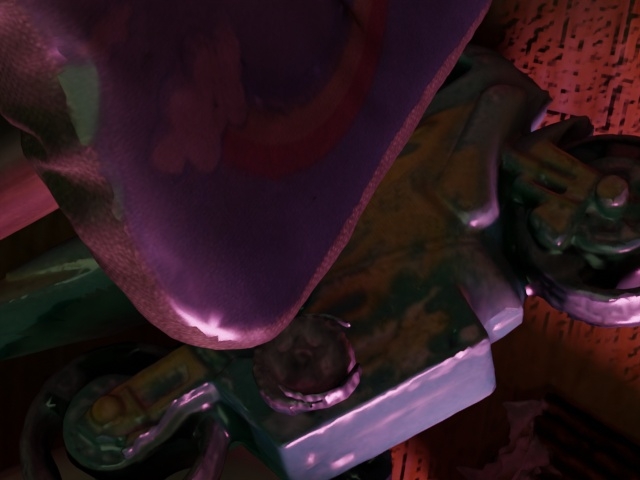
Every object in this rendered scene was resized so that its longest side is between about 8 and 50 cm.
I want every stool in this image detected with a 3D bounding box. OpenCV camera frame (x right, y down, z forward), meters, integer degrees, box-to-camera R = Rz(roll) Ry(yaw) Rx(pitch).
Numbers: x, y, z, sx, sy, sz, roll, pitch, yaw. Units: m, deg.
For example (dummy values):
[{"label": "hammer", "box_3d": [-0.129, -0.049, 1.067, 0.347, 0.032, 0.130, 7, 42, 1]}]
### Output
[{"label": "stool", "box_3d": [-0.110, -0.141, 0.676, 0.226, 0.310, 0.310, -10, 119, 33]}]

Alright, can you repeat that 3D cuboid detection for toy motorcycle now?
[{"label": "toy motorcycle", "box_3d": [-0.002, 0.001, 0.799, 0.296, 0.198, 0.109, -28, 149, -8]}]

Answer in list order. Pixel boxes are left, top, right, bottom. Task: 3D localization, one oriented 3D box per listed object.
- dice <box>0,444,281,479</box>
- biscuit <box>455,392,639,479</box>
[{"label": "dice", "box_3d": [-0.081, 0.268, 0.894, 0.304, 0.277, 0.304, -29, 154, -8]}, {"label": "biscuit", "box_3d": [0.171, 0.177, 0.949, 0.252, 0.070, 0.106, 33, 127, -5]}]
